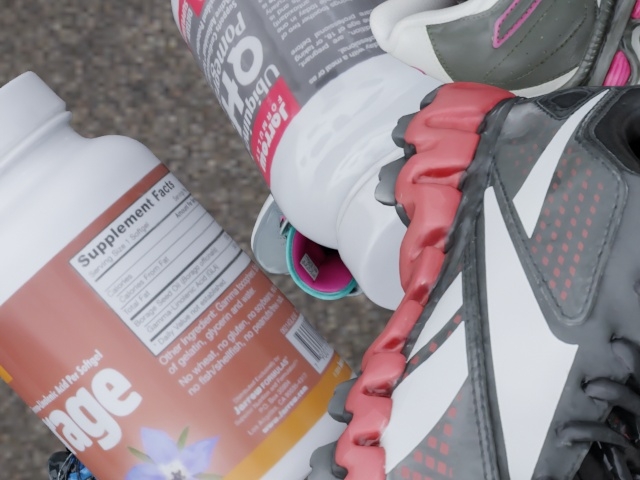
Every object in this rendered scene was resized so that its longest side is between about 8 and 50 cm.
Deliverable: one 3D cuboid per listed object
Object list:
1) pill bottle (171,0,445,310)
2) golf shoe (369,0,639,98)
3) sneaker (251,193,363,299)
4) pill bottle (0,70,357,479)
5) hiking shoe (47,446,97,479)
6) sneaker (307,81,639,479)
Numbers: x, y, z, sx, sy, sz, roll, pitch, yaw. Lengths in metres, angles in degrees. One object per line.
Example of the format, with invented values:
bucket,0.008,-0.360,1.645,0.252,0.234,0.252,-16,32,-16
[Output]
pill bottle,0.024,-0.105,1.282,0.176,0.176,0.318,-58,45,31
golf shoe,0.106,-0.182,0.703,0.105,0.120,0.273,-135,53,-58
sneaker,0.000,0.000,1.913,0.124,0.178,0.295,41,135,-11
pill bottle,-0.092,0.032,0.807,0.216,0.121,0.121,47,129,-4
hiking shoe,-0.177,0.203,1.548,0.113,0.132,0.304,-84,2,-45
sneaker,0.079,0.047,0.577,0.135,0.097,0.276,-10,45,27
